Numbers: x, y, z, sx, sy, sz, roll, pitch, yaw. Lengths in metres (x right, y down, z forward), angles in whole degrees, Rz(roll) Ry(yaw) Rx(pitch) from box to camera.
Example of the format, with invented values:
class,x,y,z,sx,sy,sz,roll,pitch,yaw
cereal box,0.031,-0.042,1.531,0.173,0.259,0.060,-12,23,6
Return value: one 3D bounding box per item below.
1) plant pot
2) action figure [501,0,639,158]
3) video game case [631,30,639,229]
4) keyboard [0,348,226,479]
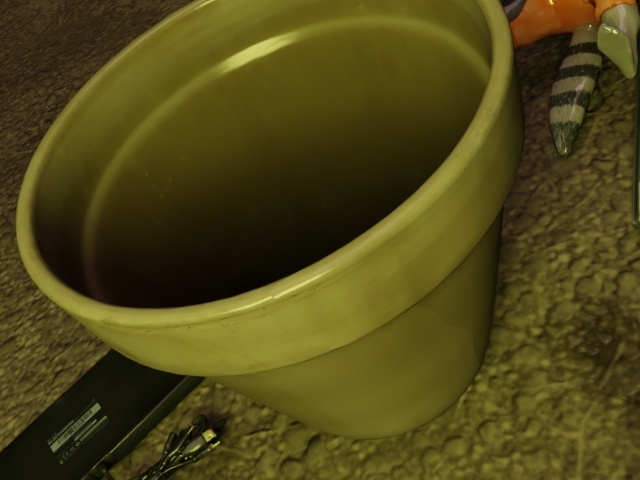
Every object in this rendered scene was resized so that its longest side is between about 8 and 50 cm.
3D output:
class,x,y,z,sx,sy,sz,roll,pitch,yaw
plant pot,0.000,0.000,0.532,0.323,0.280,0.323,-14,46,15
action figure,0.238,-0.244,0.763,0.341,0.178,0.330,-20,29,55
video game case,0.330,-0.174,0.557,0.035,0.248,0.275,20,58,-4
keyboard,-0.196,0.193,0.642,0.317,0.033,0.201,-44,39,-13
